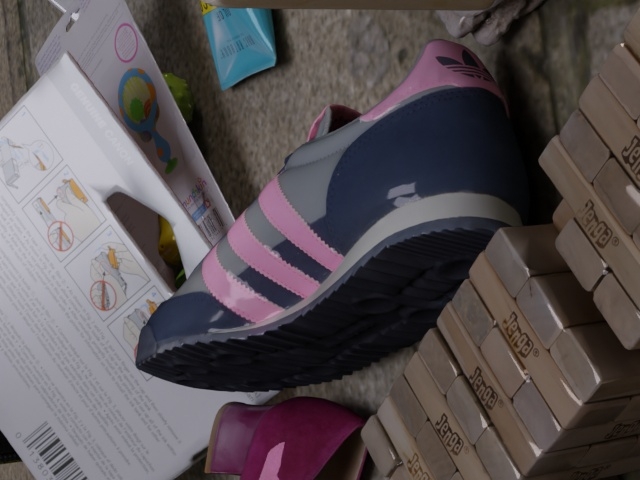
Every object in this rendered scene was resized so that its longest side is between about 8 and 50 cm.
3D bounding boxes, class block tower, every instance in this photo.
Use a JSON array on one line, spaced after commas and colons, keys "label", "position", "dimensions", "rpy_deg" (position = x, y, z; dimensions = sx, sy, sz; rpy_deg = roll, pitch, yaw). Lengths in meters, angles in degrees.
[{"label": "block tower", "position": [0.137, 0.009, 0.563], "dimensions": [0.091, 0.097, 0.335], "rpy_deg": [60, 140, 33]}]

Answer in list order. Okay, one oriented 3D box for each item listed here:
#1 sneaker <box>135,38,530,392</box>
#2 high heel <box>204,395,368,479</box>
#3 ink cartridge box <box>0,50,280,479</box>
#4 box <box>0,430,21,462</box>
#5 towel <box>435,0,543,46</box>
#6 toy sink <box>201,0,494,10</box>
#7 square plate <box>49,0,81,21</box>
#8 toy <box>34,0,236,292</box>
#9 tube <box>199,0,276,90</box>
[{"label": "sneaker", "position": [0.000, 0.000, 0.764], "dimensions": [0.319, 0.112, 0.131], "rpy_deg": [-27, 54, 46]}, {"label": "high heel", "position": [-0.022, 0.217, 0.812], "dimensions": [0.117, 0.082, 0.244], "rpy_deg": [-2, 76, 46]}, {"label": "ink cartridge box", "position": [-0.161, 0.041, 0.942], "dimensions": [0.239, 0.060, 0.275], "rpy_deg": [-39, 85, 25]}, {"label": "box", "position": [-0.282, 0.047, 1.069], "dimensions": [0.060, 0.216, 0.270], "rpy_deg": [-25, 72, 55]}, {"label": "towel", "position": [0.097, -0.251, 0.635], "dimensions": [0.187, 0.049, 0.282], "rpy_deg": [59, 137, 33]}, {"label": "toy sink", "position": [-0.033, -0.195, 0.658], "dimensions": [0.234, 0.153, 0.131], "rpy_deg": [36, 124, 50]}, {"label": "square plate", "position": [-0.247, -0.386, 0.998], "dimensions": [0.347, 0.049, 0.344], "rpy_deg": [41, 139, 9]}, {"label": "toy", "position": [-0.123, -0.075, 0.968], "dimensions": [0.137, 0.056, 0.237], "rpy_deg": [-44, 62, 44]}, {"label": "tube", "position": [-0.066, -0.208, 0.885], "dimensions": [0.080, 0.052, 0.207], "rpy_deg": [-12, 89, 65]}]
